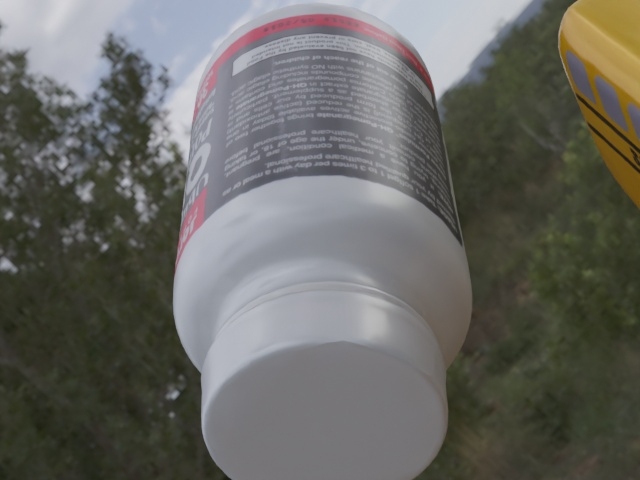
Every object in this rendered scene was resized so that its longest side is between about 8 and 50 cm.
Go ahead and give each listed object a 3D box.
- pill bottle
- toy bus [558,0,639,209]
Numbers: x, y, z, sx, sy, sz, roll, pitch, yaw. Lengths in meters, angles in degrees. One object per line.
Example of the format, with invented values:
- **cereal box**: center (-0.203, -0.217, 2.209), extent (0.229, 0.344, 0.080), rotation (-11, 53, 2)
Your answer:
- **pill bottle**: center (0.000, 0.000, 0.740), extent (0.176, 0.176, 0.318), rotation (-48, 25, 30)
- **toy bus**: center (0.228, -0.012, 0.493), extent (0.108, 0.130, 0.333), rotation (-30, 34, 1)
